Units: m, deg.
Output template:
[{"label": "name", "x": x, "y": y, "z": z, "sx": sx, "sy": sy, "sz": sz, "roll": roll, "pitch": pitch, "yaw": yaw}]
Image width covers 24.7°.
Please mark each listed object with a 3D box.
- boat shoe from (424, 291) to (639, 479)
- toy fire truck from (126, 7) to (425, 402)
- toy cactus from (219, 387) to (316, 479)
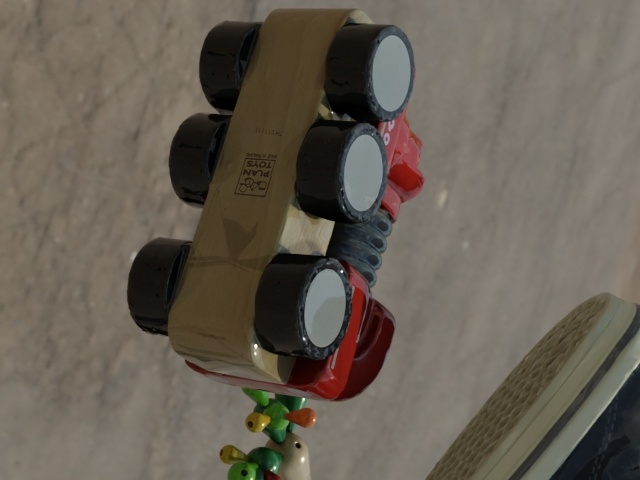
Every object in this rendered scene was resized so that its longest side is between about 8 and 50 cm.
[{"label": "boat shoe", "x": 0.080, "y": 0.263, "z": 0.913, "sx": 0.500, "sy": 0.156, "sz": 0.187, "roll": -50, "pitch": -177, "yaw": -3}, {"label": "toy fire truck", "x": 0.000, "y": 0.000, "z": 0.911, "sx": 0.246, "sy": 0.158, "sz": 0.217, "roll": 38, "pitch": 62, "yaw": -53}, {"label": "toy cactus", "x": -0.038, "y": 0.202, "z": 1.582, "sx": 0.219, "sy": 0.112, "sz": 0.180, "roll": -81, "pitch": 159, "yaw": -49}]
